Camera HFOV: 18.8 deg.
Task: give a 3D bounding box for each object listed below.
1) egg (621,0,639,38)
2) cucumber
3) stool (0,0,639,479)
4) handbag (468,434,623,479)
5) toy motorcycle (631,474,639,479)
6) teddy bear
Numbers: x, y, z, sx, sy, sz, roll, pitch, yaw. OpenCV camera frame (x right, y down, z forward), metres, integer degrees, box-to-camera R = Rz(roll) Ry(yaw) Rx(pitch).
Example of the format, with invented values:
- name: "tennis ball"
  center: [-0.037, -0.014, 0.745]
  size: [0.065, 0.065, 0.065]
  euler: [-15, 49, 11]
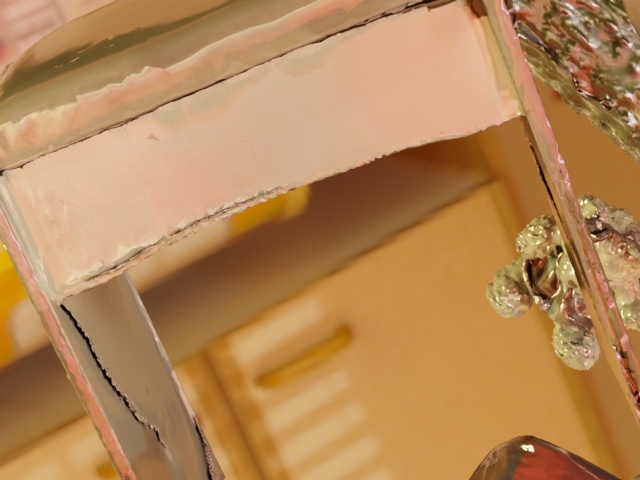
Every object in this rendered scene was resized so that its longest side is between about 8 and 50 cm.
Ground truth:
- name: "egg"
  center: [0.238, -0.146, 0.911]
  size: [0.182, 0.183, 0.264]
  euler: [-26, -173, -8]
- name: "cucumber"
  center: [0.210, -0.105, 1.281]
  size: [0.096, 0.359, 0.096]
  euler: [-52, -178, 3]
- name: "stool"
  center: [0.000, 0.000, 0.927]
  size: [0.243, 0.270, 0.170]
  euler: [-22, -164, 6]
- name: "handbag"
  center: [0.207, 0.280, 1.477]
  size: [0.181, 0.254, 0.181]
  euler: [-62, -177, -17]
- name: "toy motorcycle"
  center: [0.151, 0.154, 0.611]
  size: [0.122, 0.080, 0.215]
  euler: [-25, -126, -26]
- name: "teddy bear"
  center: [0.234, 0.017, 1.628]
  size: [0.111, 0.133, 0.213]
  euler: [-49, 175, -29]
